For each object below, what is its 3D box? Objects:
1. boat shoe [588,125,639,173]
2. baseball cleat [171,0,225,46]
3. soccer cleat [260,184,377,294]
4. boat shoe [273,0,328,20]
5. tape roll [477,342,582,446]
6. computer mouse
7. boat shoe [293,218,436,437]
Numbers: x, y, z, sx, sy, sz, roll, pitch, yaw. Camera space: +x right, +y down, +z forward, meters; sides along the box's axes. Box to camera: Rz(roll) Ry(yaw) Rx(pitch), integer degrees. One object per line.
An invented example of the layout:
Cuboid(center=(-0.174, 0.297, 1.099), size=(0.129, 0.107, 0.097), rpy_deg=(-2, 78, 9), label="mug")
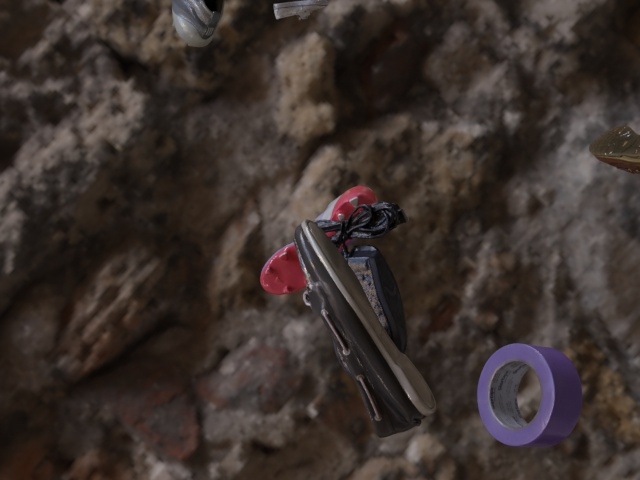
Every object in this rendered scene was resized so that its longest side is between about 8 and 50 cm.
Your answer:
Cuboid(center=(0.446, -0.122, 1.688), size=(0.064, 0.060, 0.178), rpy_deg=(-41, 18, -6), label="boat shoe")
Cuboid(center=(-0.166, -0.346, 1.491), size=(0.072, 0.206, 0.109), rpy_deg=(-7, -29, -39), label="baseball cleat")
Cuboid(center=(0.000, 0.000, 1.986), size=(0.248, 0.083, 0.095), rpy_deg=(-43, 10, 16), label="soccer cleat")
Cuboid(center=(-0.035, -0.421, 2.150), size=(0.100, 0.035, 0.035), rpy_deg=(-7, 12, -6), label="boat shoe")
Cuboid(center=(0.385, 0.287, 2.172), size=(0.080, 0.189, 0.189), rpy_deg=(10, -43, -37), label="tape roll")
Cuboid(center=(0.076, 0.087, 1.808), size=(0.188, 0.272, 0.072), rpy_deg=(-17, -13, 32), label="computer mouse")
Cuboid(center=(0.038, 0.130, 1.680), size=(0.095, 0.335, 0.112), rpy_deg=(-34, -5, 13), label="boat shoe")
